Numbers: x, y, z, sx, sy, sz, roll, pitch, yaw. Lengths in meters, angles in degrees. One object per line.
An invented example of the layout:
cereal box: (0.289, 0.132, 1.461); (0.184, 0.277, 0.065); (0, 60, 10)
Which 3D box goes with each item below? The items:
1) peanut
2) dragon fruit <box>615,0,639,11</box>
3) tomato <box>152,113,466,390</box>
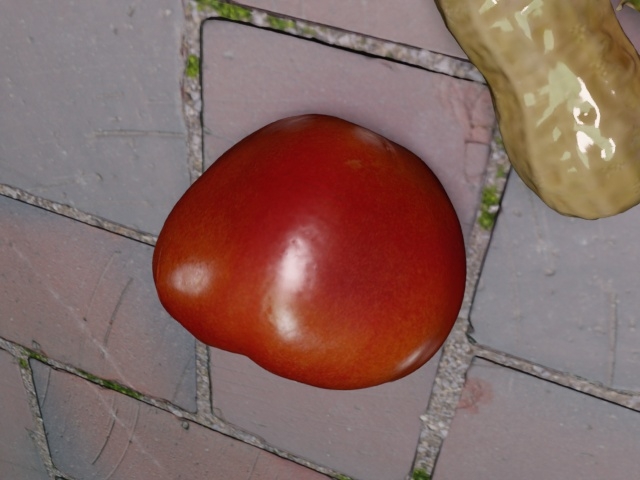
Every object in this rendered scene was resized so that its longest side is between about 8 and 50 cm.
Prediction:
peanut: (0.174, -0.152, 0.597); (0.130, 0.130, 0.290); (-19, 108, 36)
dragon fruit: (0.307, -0.171, 0.483); (0.210, 0.172, 0.172); (-17, 115, 47)
tomato: (0.000, 0.000, 0.718); (0.299, 0.298, 0.226); (19, 97, 13)
